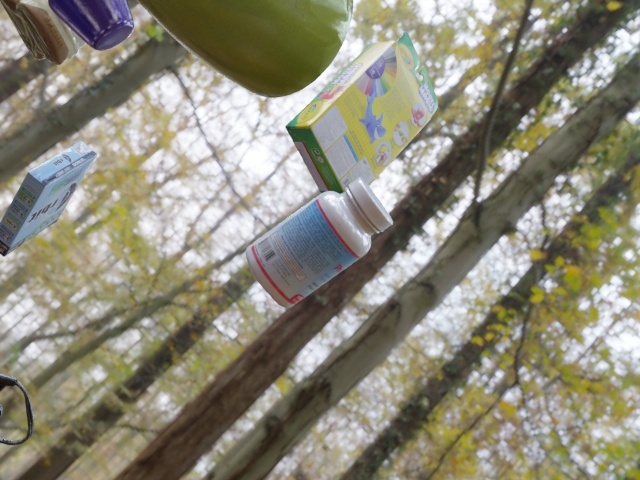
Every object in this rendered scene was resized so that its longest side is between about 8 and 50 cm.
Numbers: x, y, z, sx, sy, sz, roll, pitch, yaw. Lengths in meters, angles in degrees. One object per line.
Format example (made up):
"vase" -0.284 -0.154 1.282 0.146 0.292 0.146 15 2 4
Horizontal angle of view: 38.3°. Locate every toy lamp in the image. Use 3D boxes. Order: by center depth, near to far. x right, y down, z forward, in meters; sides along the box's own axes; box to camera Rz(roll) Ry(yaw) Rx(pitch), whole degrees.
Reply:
"toy lamp" -0.278 -0.317 0.929 0.275 0.080 0.080 59 -23 4

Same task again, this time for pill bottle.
"pill bottle" 0.000 0.000 1.060 0.087 0.160 0.087 52 10 -13

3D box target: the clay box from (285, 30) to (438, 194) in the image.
"clay box" 0.062 -0.164 1.211 0.053 0.222 0.127 7 -45 46

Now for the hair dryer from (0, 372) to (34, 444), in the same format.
"hair dryer" -0.501 0.161 1.104 0.294 0.223 0.080 58 -10 -8

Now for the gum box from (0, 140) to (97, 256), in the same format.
"gum box" -0.482 -0.073 1.603 0.041 0.157 0.184 40 -57 0

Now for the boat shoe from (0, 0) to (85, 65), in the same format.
"boat shoe" -0.383 -0.331 1.327 0.341 0.110 0.122 36 -24 53

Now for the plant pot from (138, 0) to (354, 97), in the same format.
"plant pot" -0.144 -0.382 1.387 0.274 0.275 0.293 28 11 35
